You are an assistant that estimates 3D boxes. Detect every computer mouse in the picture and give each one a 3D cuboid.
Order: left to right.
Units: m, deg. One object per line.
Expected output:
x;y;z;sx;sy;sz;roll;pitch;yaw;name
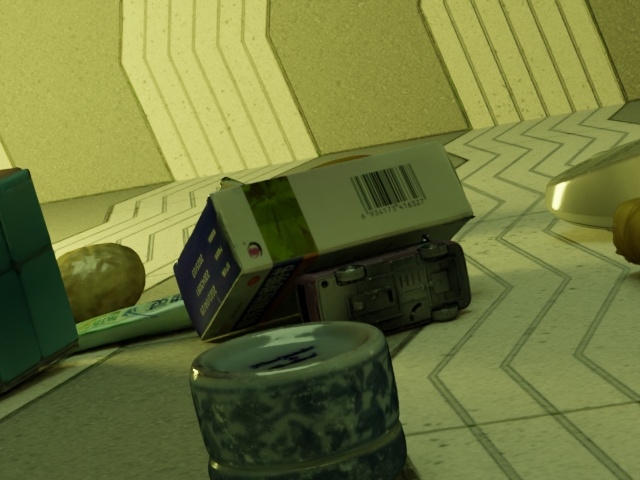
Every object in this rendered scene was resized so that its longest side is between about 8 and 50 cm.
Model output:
0.434;-0.074;1.754;0.297;0.121;0.184;-22;7;45;computer mouse

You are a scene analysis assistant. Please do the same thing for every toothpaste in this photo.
-0.216;0.099;1.679;0.297;0.048;0.075;-14;16;-1;toothpaste

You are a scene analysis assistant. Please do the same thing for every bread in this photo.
0.394;-0.003;1.449;0.134;0.085;0.173;-8;7;-4;bread

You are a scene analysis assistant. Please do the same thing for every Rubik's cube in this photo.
-0.444;0.063;1.542;0.221;0.231;0.224;-5;17;29;Rubik's cube

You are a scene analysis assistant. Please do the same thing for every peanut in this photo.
-0.301;0.058;1.815;0.140;0.109;0.159;-3;10;-13;peanut

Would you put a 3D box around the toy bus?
0.067;0.052;1.481;0.178;0.087;0.098;-14;8;-21;toy bus

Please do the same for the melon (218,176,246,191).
-0.107;-0.030;2.303;0.139;0.093;0.202;21;-9;21;melon

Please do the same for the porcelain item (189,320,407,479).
-0.015;0.129;0.994;0.147;0.114;0.147;-9;10;2;porcelain item

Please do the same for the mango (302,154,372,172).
0.006;-0.056;2.110;0.289;0.129;0.146;-7;18;46;mango

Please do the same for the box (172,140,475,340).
0.000;0.000;1.586;0.299;0.106;0.200;-13;-20;-25;box
